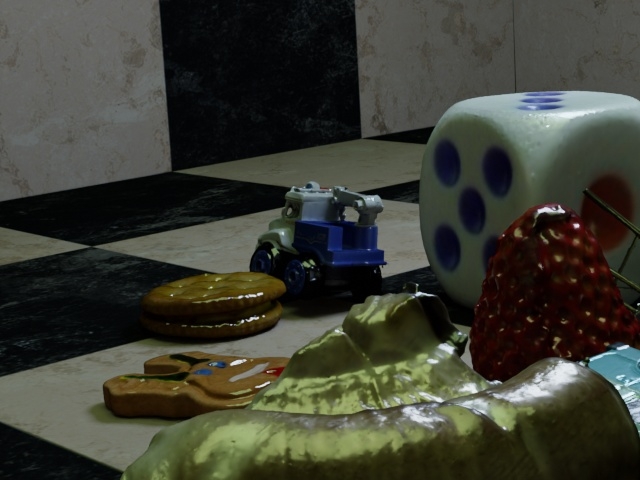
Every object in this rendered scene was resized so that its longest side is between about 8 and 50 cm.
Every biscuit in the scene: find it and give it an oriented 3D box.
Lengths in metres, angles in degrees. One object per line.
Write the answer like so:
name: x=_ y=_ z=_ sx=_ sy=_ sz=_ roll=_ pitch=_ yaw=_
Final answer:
biscuit: x=-0.161 y=0.094 z=2.164 sx=0.220 sy=0.066 sz=0.220 roll=-3 pitch=10 yaw=1
biscuit: x=-0.102 y=0.177 z=1.785 sx=0.333 sy=0.047 sz=0.202 roll=3 pitch=13 yaw=28

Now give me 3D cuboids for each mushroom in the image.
mushroom: x=0.035 y=0.223 z=1.212 sx=0.313 sy=0.224 sz=0.397 roll=24 pitch=33 yaw=37

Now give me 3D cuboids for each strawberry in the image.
strawberry: x=0.264 y=0.080 z=1.661 sx=0.205 sy=0.245 sz=0.205 roll=-3 pitch=14 yaw=1

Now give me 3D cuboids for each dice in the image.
dice: x=0.332 y=-0.060 z=2.180 sx=0.276 sy=0.304 sz=0.304 roll=-10 pitch=13 yaw=-29

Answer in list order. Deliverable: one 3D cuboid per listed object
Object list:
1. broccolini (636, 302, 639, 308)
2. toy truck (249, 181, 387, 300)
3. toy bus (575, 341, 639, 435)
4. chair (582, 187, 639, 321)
broccolini: x=0.522 y=0.088 z=2.013 sx=0.123 sy=0.062 sz=0.271 roll=22 pitch=29 yaw=31
toy truck: x=0.000 y=0.000 z=2.259 sx=0.161 sy=0.177 sz=0.213 roll=0 pitch=8 yaw=-37
toy bus: x=0.314 y=0.197 z=1.355 sx=0.164 sy=0.133 sz=0.271 roll=-14 pitch=17 yaw=-26
chair: x=0.435 y=0.087 z=1.835 sx=0.325 sy=0.170 sz=0.160 roll=28 pitch=39 yaw=-8
